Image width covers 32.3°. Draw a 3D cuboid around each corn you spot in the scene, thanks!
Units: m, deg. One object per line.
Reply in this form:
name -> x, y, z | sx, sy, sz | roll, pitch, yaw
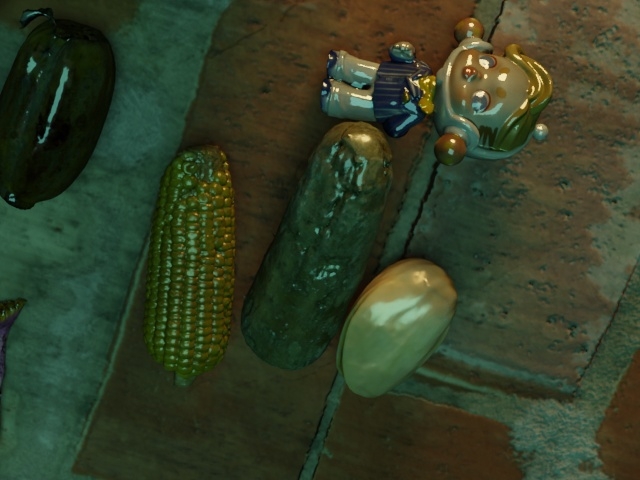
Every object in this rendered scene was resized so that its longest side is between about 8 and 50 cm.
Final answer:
corn -> -0.165, 0.036, 1.414 | 0.119, 0.119, 0.321 | 5, 101, -3

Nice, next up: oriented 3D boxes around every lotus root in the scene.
lotus root -> -0.329, -0.156, 1.348 | 0.124, 0.123, 0.241 | 32, 108, 20

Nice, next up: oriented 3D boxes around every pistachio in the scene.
pistachio -> 0.090, 0.106, 1.434 | 0.145, 0.117, 0.200 | 30, 110, -35

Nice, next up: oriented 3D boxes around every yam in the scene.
yam -> 0.000, 0.000, 1.367 | 0.133, 0.133, 0.330 | 17, 122, -6

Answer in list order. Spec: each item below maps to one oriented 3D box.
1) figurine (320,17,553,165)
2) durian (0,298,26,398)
figurine -> 0.140, -0.166, 1.354 | 0.274, 0.133, 0.193 | -12, 64, -1
durian -> -0.507, 0.211, 1.461 | 0.187, 0.154, 0.260 | 4, 100, 23
